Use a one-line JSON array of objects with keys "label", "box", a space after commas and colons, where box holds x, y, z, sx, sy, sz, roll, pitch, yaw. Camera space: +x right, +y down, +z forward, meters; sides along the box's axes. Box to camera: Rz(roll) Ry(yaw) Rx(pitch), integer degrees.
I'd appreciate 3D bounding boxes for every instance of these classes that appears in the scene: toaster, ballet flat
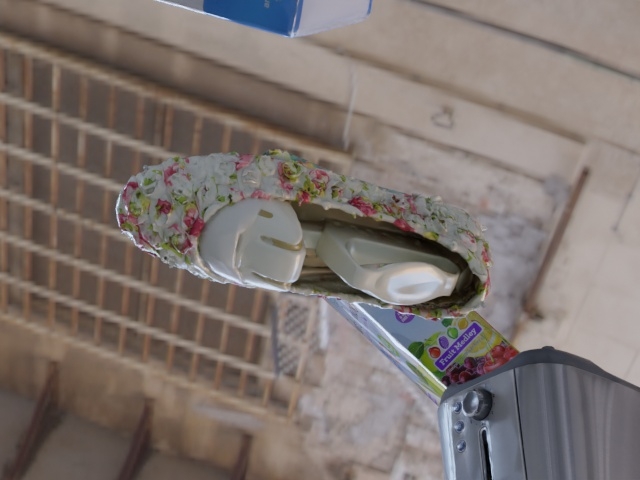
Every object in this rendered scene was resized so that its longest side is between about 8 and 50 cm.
[{"label": "toaster", "box": [0.181, 0.179, 0.980, 0.227, 0.129, 0.146, 26, -128, -33]}, {"label": "ballet flat", "box": [0.000, 0.000, 0.877, 0.241, 0.091, 0.077, 7, -152, -18]}]

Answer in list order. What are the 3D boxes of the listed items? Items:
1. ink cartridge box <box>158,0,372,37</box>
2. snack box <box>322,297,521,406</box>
[{"label": "ink cartridge box", "box": [-0.138, -0.374, 1.340, 0.395, 0.285, 0.166, 18, -157, 23]}, {"label": "snack box", "box": [0.076, 0.067, 1.274, 0.070, 0.174, 0.207, -44, -106, -7]}]
